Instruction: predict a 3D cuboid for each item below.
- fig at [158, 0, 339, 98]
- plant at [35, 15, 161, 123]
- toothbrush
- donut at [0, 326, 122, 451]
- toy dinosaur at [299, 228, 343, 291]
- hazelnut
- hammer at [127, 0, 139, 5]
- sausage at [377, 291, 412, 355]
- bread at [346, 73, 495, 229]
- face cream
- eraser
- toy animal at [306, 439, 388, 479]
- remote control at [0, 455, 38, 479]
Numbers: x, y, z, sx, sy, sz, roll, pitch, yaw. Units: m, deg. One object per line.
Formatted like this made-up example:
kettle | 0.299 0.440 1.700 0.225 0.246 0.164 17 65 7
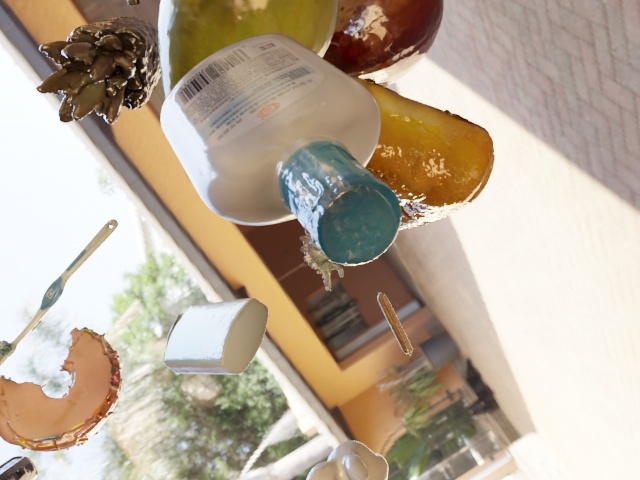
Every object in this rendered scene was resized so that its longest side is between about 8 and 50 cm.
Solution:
fig | -0.118 -0.302 1.057 0.258 0.327 0.258 24 -176 -2
plant | -0.423 -0.344 1.447 0.321 0.194 0.182 -73 -16 -56
toothbrush | -0.552 0.107 1.498 0.040 0.386 0.040 35 164 12
donut | -0.449 0.273 1.247 0.199 0.232 0.085 52 161 31
toy dinosaur | -0.001 0.000 1.450 0.039 0.082 0.209 -12 -81 -73
hazelnut | 0.092 -0.542 1.795 0.421 0.420 0.353 -122 17 -55
hammer | -0.140 -0.325 0.857 0.013 0.198 0.063 -83 -14 -70
sausage | 0.102 0.114 0.986 0.100 0.015 0.015 64 -178 21
bread | 0.084 -0.116 1.193 0.336 0.148 0.328 20 160 -18
face cream | -0.034 -0.085 0.595 0.080 0.163 0.337 60 174 -35
eraser | -0.267 0.241 1.794 0.290 0.189 0.104 -11 134 49
toy animal | 0.066 0.492 1.363 0.178 0.127 0.193 -34 -69 -70
remote control | -0.739 0.548 1.647 0.266 0.090 0.066 65 -170 -84
